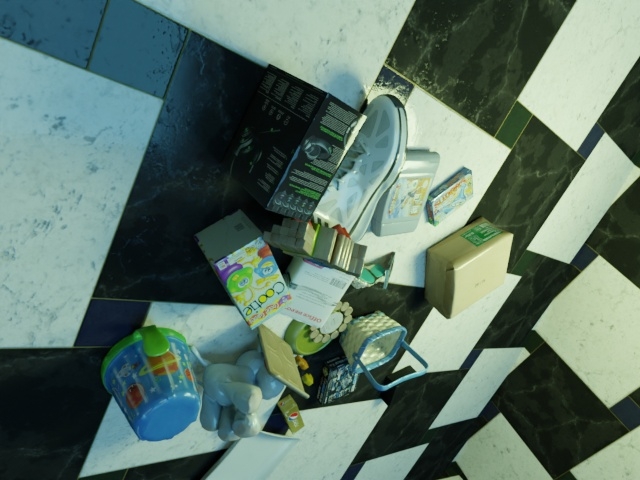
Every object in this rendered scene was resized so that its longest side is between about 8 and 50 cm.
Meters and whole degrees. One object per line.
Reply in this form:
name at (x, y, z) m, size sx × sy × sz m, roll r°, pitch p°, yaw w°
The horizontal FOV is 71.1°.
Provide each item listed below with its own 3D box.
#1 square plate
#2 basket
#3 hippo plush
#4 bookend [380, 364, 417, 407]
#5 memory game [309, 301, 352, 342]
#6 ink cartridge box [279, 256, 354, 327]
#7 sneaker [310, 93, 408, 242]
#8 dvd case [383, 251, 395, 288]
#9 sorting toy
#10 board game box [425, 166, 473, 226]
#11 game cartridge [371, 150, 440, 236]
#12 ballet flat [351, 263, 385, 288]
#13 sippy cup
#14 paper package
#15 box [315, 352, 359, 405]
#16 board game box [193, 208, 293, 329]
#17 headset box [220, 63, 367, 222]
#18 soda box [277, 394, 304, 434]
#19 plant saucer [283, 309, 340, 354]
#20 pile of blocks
square plate at (-0.291, 0.884, 1.784) m, size 0.344 × 0.049 × 0.347 m, roll -49°, pitch 138°, yaw 1°
basket at (0.231, 0.414, 1.677) m, size 0.255 × 0.289 × 0.200 m, roll -6°, pitch 124°, yaw -35°
hippo plush at (-0.250, 0.458, 1.398) m, size 0.237 × 0.294 × 0.234 m, roll -18°, pitch 136°, yaw -59°
bookend at (0.386, 0.708, 2.181) m, size 0.157 × 0.072 × 0.156 m, roll -14°, pitch 129°, yaw -32°
memory game at (0.037, 0.289, 1.578) m, size 0.186 × 0.012 × 0.186 m, roll -22°, pitch 133°, yaw -25°
ink cartridge box at (-0.018, 0.126, 1.361) m, size 0.172 × 0.100 × 0.237 m, roll 25°, pitch 107°, yaw -22°
sneaker at (0.057, -0.176, 1.189) m, size 0.258 × 0.169 × 0.447 m, roll -4°, pitch 125°, yaw -39°
dvd case at (0.249, 0.106, 1.618) m, size 0.119 × 0.013 × 0.087 m, roll -56°, pitch 156°, yaw -52°
sorting toy at (-0.109, 0.399, 1.432) m, size 0.041 × 0.229 × 0.307 m, roll -35°, pitch 135°, yaw 4°
board game box at (0.473, -0.158, 1.636) m, size 0.201 × 0.035 × 0.136 m, roll -37°, pitch 137°, yaw -11°
game cartridge at (0.272, -0.149, 1.471) m, size 0.198 × 0.062 × 0.297 m, roll -11°, pitch 127°, yaw -38°
ballet flat at (0.148, 0.129, 1.522) m, size 0.077 × 0.091 × 0.241 m, roll -47°, pitch 156°, yaw 23°
sippy cup at (-0.429, 0.388, 1.177) m, size 0.240 × 0.224 × 0.305 m, roll -39°, pitch 138°, yaw -8°
paper package at (0.601, 0.111, 1.843) m, size 0.325 × 0.168 × 0.309 m, roll -27°, pitch 134°, yaw -20°
box at (0.080, 0.562, 1.842) m, size 0.175 × 0.051 × 0.220 m, roll -12°, pitch 127°, yaw -32°
board game box at (-0.199, 0.082, 1.193) m, size 0.142 × 0.144 × 0.275 m, roll -33°, pitch 135°, yaw -15°
headset box at (-0.075, -0.209, 1.001) m, size 0.131 × 0.246 × 0.283 m, roll 17°, pitch 108°, yaw -44°
soda box at (-0.116, 0.690, 1.775) m, size 0.061 × 0.058 × 0.181 m, roll -30°, pitch 135°, yaw -19°
plant saucer at (-0.018, 0.324, 1.598) m, size 0.241 × 0.037 × 0.240 m, roll -21°, pitch 131°, yaw -26°
pile of blocks at (0.000, 0.000, 1.179) m, size 0.362 × 0.149 × 0.112 m, roll 27°, pitch 75°, yaw -49°
